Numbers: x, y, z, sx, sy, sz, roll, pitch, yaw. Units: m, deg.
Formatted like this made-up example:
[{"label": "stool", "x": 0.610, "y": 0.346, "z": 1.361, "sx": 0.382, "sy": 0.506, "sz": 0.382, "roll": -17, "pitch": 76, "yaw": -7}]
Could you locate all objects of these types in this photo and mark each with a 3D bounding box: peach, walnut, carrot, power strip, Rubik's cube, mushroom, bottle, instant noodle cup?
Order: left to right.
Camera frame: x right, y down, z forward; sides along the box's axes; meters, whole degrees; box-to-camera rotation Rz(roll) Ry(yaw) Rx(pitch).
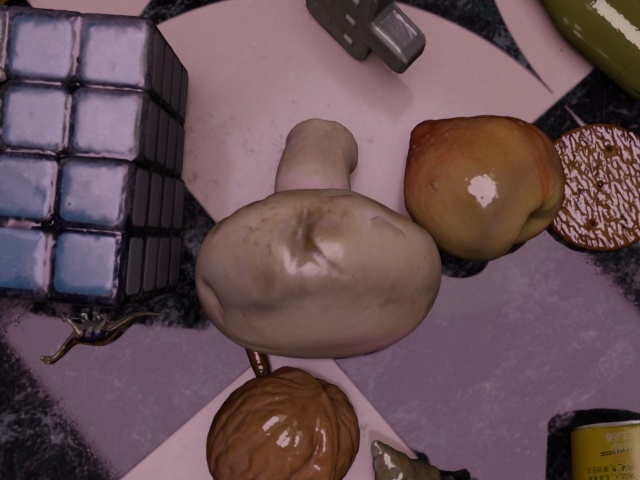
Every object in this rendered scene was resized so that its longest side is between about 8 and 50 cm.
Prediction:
[{"label": "Rubik's cube", "x": -0.361, "y": -0.100, "z": 1.204, "sx": 0.344, "sy": 0.344, "sz": 0.337, "roll": 3, "pitch": 90, "yaw": 2}, {"label": "carrot", "x": -0.102, "y": 0.115, "z": 1.330, "sx": 0.049, "sy": 0.049, "sz": 0.255, "roll": -15, "pitch": 84, "yaw": 0}, {"label": "walnut", "x": -0.047, "y": 0.263, "z": 1.223, "sx": 0.213, "sy": 0.213, "sz": 0.213, "roll": 0, "pitch": 82, "yaw": 2}, {"label": "mushroom", "x": -0.005, "y": 0.036, "z": 1.233, "sx": 0.315, "sy": 0.356, "sz": 0.315, "roll": 0, "pitch": 107, "yaw": -1}, {"label": "power strip", "x": 0.060, "y": -0.313, "z": 1.272, "sx": 0.059, "sy": 0.265, "sz": 0.193, "roll": -43, "pitch": 85, "yaw": -6}, {"label": "peach", "x": 0.208, "y": -0.087, "z": 1.267, "sx": 0.232, "sy": 0.232, "sz": 0.233, "roll": 0, "pitch": 82, "yaw": 2}, {"label": "bottle", "x": 0.399, "y": -0.321, "z": 1.338, "sx": 0.112, "sy": 0.112, "sz": 0.260, "roll": -45, "pitch": 83, "yaw": -4}, {"label": "instant noodle cup", "x": 0.412, "y": 0.356, "z": 1.211, "sx": 0.215, "sy": 0.215, "sz": 0.236, "roll": -5, "pitch": 74, "yaw": 1}]

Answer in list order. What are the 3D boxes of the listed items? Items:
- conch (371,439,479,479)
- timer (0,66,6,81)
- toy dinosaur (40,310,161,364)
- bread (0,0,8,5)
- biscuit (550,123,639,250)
[{"label": "conch", "x": 0.160, "y": 0.432, "z": 1.216, "sx": 0.203, "sy": 0.169, "sz": 0.386, "roll": -28, "pitch": 82, "yaw": 5}, {"label": "timer", "x": -0.460, "y": -0.105, "z": 0.967, "sx": 0.175, "sy": 0.175, "sz": 0.266, "roll": 30, "pitch": 84, "yaw": 6}, {"label": "toy dinosaur", "x": -0.322, "y": 0.122, "z": 1.342, "sx": 0.180, "sy": 0.037, "sz": 0.058, "roll": -20, "pitch": 105, "yaw": 6}, {"label": "bread", "x": -0.516, "y": -0.359, "z": 1.389, "sx": 0.087, "sy": 0.098, "sz": 0.269, "roll": 36, "pitch": 82, "yaw": -38}, {"label": "biscuit", "x": 0.402, "y": -0.077, "z": 1.347, "sx": 0.187, "sy": 0.027, "sz": 0.188, "roll": 0, "pitch": 82, "yaw": 3}]
